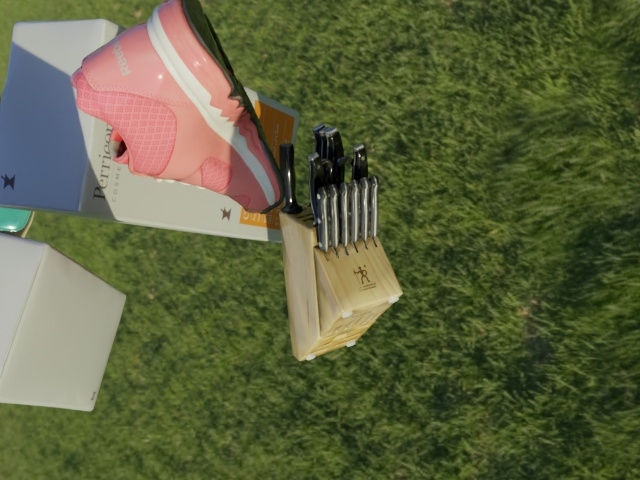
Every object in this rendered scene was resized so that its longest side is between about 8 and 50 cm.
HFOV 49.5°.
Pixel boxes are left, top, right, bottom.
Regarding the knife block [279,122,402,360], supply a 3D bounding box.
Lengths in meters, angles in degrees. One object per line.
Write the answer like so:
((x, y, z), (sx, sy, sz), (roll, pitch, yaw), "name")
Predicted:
((0.000, 0.000, 0.901), (0.242, 0.088, 0.276), (67, 154, 20), "knife block")

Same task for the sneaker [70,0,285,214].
((-0.129, -0.104, 0.666), (0.136, 0.314, 0.116), (-23, 67, 1), "sneaker")

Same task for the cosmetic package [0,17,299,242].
((-0.216, -0.130, 0.999), (0.161, 0.453, 0.230), (7, 90, 28), "cosmetic package")

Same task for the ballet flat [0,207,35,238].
((-0.557, -0.012, 1.220), (0.086, 0.086, 0.249), (9, 83, 53), "ballet flat")

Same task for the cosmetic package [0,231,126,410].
((-0.336, 0.068, 0.658), (0.224, 0.224, 0.138), (85, -161, -74), "cosmetic package")
